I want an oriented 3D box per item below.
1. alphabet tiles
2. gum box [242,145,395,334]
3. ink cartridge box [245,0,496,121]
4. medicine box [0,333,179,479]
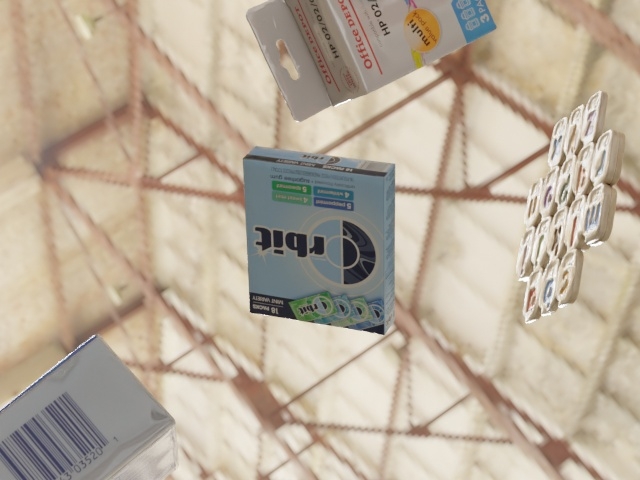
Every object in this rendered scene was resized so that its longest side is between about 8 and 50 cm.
[{"bbox_3d":[0.313,-0.039,2.011,0.021,0.278,0.284,14,-16,-11],"label":"alphabet tiles"},{"bbox_3d":[0.000,0.000,1.670,0.157,0.041,0.184,8,-63,19],"label":"gum box"},{"bbox_3d":[0.042,-0.179,1.283,0.061,0.181,0.104,-11,-73,61],"label":"ink cartridge box"},{"bbox_3d":[-0.319,0.282,1.941,0.149,0.263,0.289,48,-16,11],"label":"medicine box"}]
